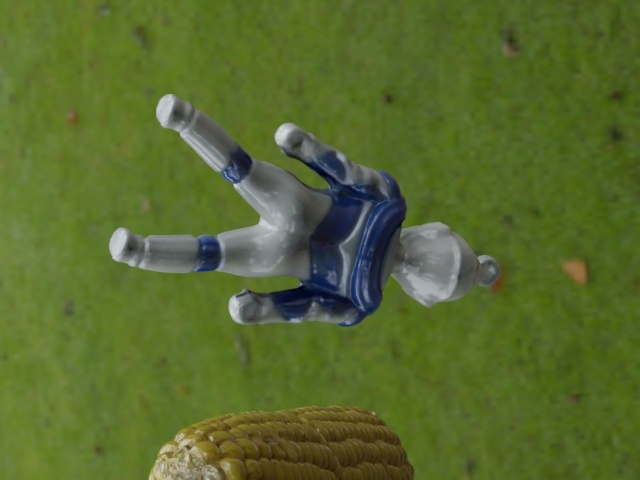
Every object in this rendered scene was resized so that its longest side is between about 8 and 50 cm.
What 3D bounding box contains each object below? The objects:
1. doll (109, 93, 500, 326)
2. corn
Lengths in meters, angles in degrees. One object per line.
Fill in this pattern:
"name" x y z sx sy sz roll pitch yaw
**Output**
"doll" 0.000 0.000 0.943 0.057 0.227 0.114 18 90 69
"corn" -0.018 0.155 1.089 0.106 0.305 0.106 -3 82 19
